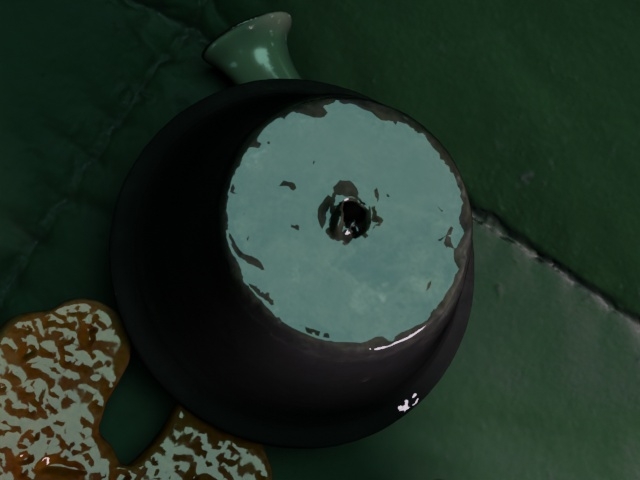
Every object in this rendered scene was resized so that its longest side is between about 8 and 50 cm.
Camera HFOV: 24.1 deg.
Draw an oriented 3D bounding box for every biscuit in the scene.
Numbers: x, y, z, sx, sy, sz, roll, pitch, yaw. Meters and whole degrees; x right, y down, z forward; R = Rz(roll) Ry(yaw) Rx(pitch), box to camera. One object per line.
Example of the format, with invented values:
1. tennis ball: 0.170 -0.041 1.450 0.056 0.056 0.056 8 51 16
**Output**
1. biscuit: -0.162 0.201 0.872 0.202 0.047 0.334 30 64 -9

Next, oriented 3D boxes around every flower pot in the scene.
1. flower pot: 0.000 0.000 0.872 0.235 0.148 0.235 2 79 -13

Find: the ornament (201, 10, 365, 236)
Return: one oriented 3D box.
1. ornament: -0.011 -0.072 0.995 0.075 0.081 0.156 -19 77 -48
